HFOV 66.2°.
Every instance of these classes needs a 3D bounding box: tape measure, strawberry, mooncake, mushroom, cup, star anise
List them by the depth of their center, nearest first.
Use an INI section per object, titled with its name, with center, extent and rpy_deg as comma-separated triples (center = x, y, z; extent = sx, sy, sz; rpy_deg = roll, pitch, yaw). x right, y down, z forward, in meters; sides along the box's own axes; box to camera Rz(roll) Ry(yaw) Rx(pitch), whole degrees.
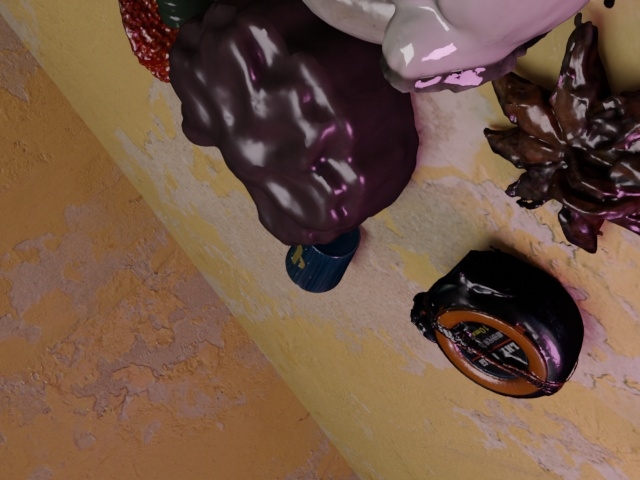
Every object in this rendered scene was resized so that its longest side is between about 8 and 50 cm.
[star anise]
center = 0.245, -0.073, 0.477
extent = 0.272, 0.102, 0.272
rpy_deg = 42, 156, 24
[mushroom]
center = 0.065, -0.259, 0.501
extent = 0.270, 0.118, 0.103
rpy_deg = 39, -168, 19
[tape measure]
center = 0.257, 0.119, 0.705
extent = 0.223, 0.135, 0.202
rpy_deg = 42, 145, 10
[mooncake]
center = -0.046, -0.177, 0.711
extent = 0.381, 0.212, 0.350
rpy_deg = 44, 149, 8
[strawberry]
center = -0.289, -0.404, 0.902
extent = 0.236, 0.107, 0.175
rpy_deg = 75, -172, -62
[cup]
center = 0.000, 0.000, 0.995
extent = 0.155, 0.131, 0.176
rpy_deg = 121, 132, -60

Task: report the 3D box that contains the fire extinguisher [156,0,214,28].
[fire extinguisher]
center = -0.213, -0.461, 0.700
extent = 0.114, 0.095, 0.311
rpy_deg = 27, 151, 16

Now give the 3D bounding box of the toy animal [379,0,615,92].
[toy animal]
center = 0.101, -0.258, 0.244
extent = 0.357, 0.258, 0.193
rpy_deg = 83, 165, -66
